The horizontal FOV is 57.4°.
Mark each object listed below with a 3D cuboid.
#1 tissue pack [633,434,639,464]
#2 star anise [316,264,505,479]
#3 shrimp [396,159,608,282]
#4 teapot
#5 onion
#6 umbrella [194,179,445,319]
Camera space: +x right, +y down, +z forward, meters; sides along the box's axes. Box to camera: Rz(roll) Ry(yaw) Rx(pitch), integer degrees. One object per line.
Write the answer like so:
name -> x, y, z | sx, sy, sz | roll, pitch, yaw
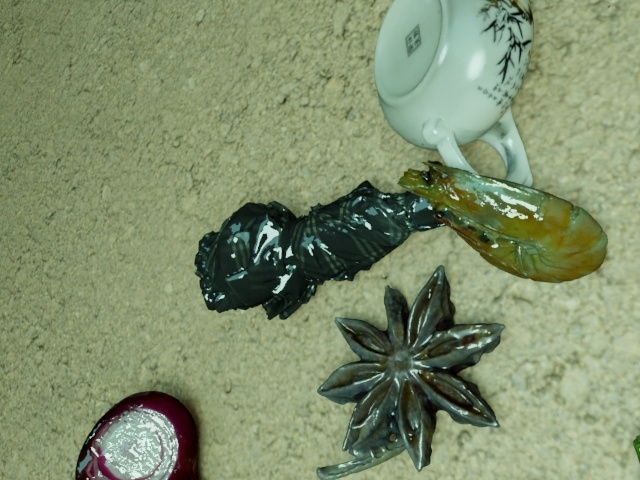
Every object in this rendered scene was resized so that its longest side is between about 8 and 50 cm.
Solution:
tissue pack -> 0.359, 0.252, 0.427 | 0.173, 0.073, 0.236 | -22, 66, 29
star anise -> 0.089, 0.154, 0.637 | 0.230, 0.081, 0.263 | 26, 82, 36
shrimp -> 0.174, -0.016, 0.587 | 0.217, 0.051, 0.115 | 25, 134, 9
teapot -> 0.154, -0.188, 0.655 | 0.208, 0.165, 0.300 | -23, 74, 48
onion -> -0.227, 0.307, 0.806 | 0.198, 0.135, 0.173 | 43, 86, -4
umbrella -> -0.005, -0.011, 0.732 | 0.336, 0.128, 0.154 | -30, 78, 19
